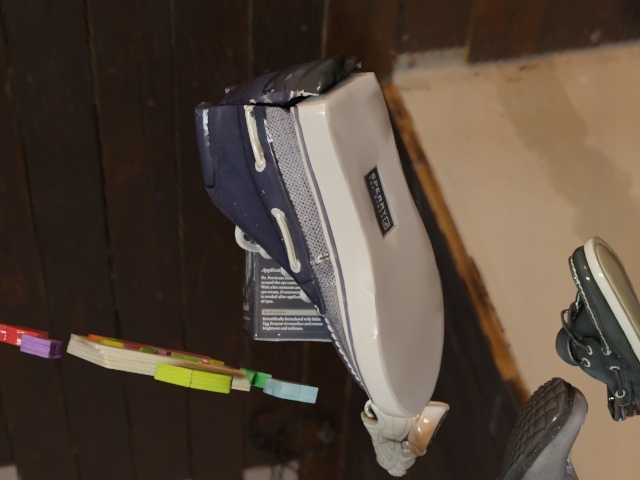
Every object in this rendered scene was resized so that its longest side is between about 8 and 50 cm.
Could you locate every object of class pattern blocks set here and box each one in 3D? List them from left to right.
[{"bbox_3d":[-0.180,0.129,1.393,0.324,0.285,0.026,15,86,-37],"label":"pattern blocks set"}]

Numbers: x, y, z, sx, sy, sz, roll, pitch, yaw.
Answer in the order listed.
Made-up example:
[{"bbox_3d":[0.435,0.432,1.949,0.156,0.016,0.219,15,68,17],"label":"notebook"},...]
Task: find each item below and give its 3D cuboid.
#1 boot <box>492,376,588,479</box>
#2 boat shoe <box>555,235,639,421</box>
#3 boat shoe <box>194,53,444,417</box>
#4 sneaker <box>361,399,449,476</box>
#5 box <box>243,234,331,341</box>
[{"bbox_3d":[0.327,0.324,1.603,0.222,0.118,0.338,21,132,4],"label":"boot"},{"bbox_3d":[0.340,0.120,1.537,0.113,0.127,0.340,-19,143,20],"label":"boat shoe"},{"bbox_3d":[0.000,0.000,1.159,0.158,0.127,0.341,1,114,36],"label":"boat shoe"},{"bbox_3d":[0.122,0.298,2.072,0.118,0.110,0.292,28,157,5],"label":"sneaker"},{"bbox_3d":[-0.038,0.034,1.465,0.093,0.158,0.156,1,177,-8],"label":"box"}]
